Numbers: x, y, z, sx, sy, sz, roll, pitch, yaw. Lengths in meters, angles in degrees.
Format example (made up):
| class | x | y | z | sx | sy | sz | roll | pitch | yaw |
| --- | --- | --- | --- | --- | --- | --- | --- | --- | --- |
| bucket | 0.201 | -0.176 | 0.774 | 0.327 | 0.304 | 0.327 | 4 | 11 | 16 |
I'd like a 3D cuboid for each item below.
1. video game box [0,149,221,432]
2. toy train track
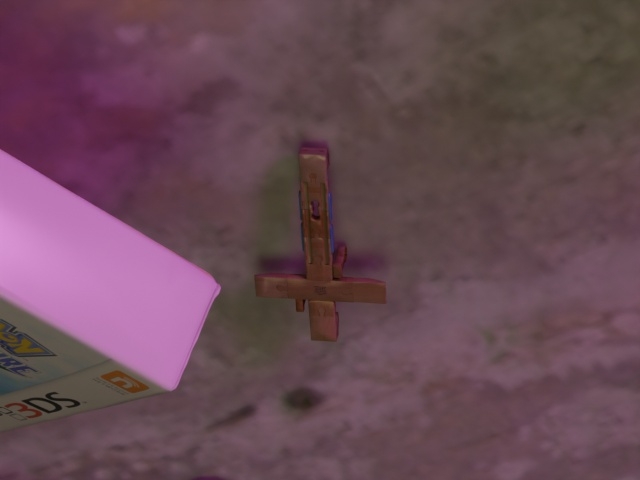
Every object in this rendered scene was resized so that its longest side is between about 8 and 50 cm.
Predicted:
| class | x | y | z | sx | sy | sz | roll | pitch | yaw |
| --- | --- | --- | --- | --- | --- | --- | --- | --- | --- |
| video game box | -0.165 | -0.002 | 0.608 | 0.205 | 0.048 | 0.187 | 32 | 151 | -25 |
| toy train track | 0.000 | 0.000 | 0.676 | 0.048 | 0.014 | 0.083 | 3 | 128 | 9 |
